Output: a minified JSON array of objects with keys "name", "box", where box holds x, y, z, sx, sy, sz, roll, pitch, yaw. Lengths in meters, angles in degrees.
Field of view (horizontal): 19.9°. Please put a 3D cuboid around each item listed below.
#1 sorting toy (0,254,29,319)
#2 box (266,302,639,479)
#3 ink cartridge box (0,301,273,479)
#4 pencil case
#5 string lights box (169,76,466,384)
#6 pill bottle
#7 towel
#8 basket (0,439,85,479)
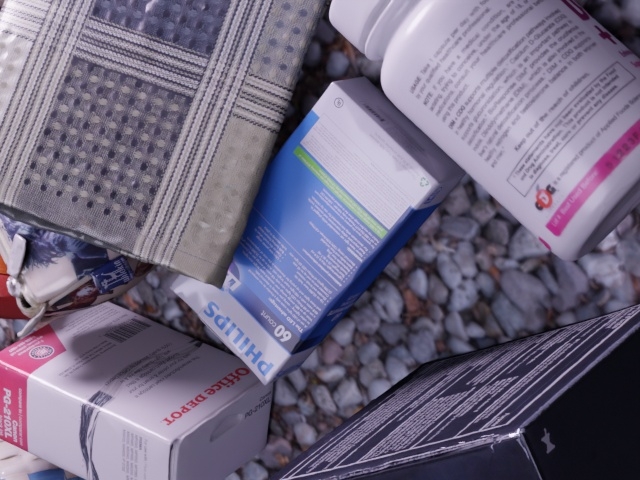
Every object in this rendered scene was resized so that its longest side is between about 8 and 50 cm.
[{"name":"sorting toy","box":[-0.412,0.026,1.985,0.365,0.127,0.126,-10,71,50]},{"name":"box","box":[0.156,0.204,1.528,0.294,0.296,0.183,-21,97,41]},{"name":"ink cartridge box","box":[-0.191,0.165,1.848,0.237,0.172,0.100,21,122,27]},{"name":"pencil case","box":[-0.314,-0.116,1.804,0.160,0.183,0.410,-32,89,41]},{"name":"string lights box","box":[-0.006,-0.008,1.650,0.133,0.077,0.260,45,114,11]},{"name":"pill bottle","box":[0.152,-0.133,1.466,0.283,0.160,0.160,44,129,11]},{"name":"towel","box":[-0.167,-0.147,1.660,0.312,0.056,0.324,21,88,17]},{"name":"basket","box":[-0.355,0.265,2.015,0.289,0.201,0.255,-128,36,-55]}]
